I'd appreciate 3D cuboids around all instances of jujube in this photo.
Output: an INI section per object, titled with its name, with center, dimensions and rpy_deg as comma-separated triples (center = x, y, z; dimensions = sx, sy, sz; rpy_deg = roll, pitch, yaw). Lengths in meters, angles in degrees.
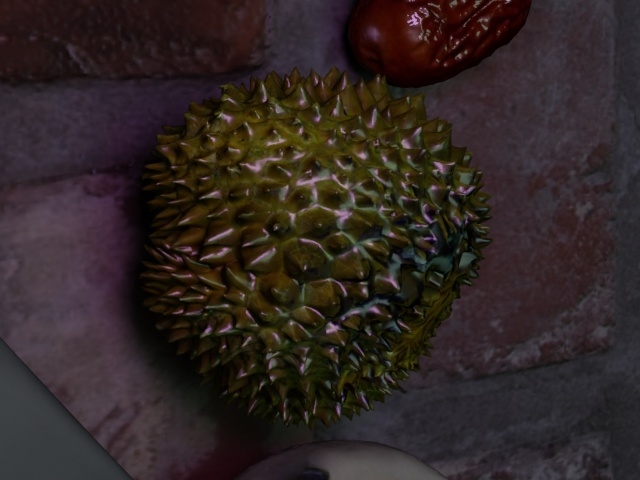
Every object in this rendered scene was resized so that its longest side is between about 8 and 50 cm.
[jujube]
center = 0.099, -0.191, 1.486
dimensions = 0.176, 0.109, 0.112
rpy_deg = -37, 84, -34

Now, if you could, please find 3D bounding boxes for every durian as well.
[durian]
center = 0.003, -0.001, 1.319
dimensions = 0.291, 0.225, 0.291
rpy_deg = -7, 99, -50

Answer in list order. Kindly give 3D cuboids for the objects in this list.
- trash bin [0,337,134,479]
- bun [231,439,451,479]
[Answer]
[trash bin]
center = -0.280, 0.132, 1.093
dimensions = 0.343, 0.158, 0.223
rpy_deg = 50, 59, -35
[bun]
center = 0.003, 0.292, 1.387
dimensions = 0.283, 0.179, 0.283
rpy_deg = 11, 68, -31
